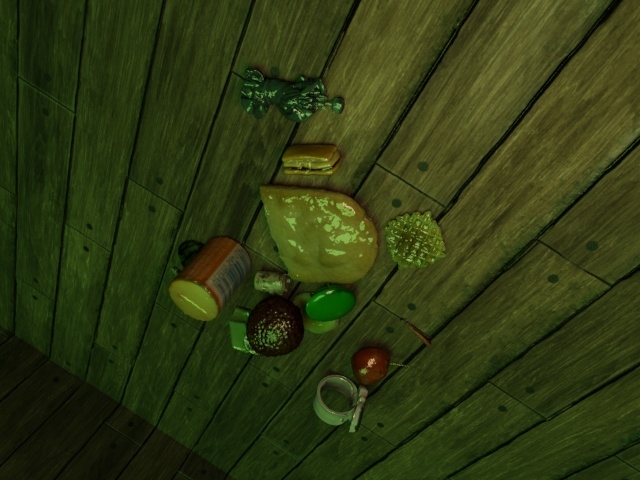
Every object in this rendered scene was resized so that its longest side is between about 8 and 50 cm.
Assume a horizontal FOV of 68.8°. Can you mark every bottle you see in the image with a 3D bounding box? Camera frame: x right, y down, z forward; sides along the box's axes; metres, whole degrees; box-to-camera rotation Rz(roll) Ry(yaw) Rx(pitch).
[{"bbox_3d":[-0.195,0.178,1.965,0.152,0.099,0.098,7,124,16],"label":"bottle"}]

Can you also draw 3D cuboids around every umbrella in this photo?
[{"bbox_3d":[-0.095,-0.459,1.500,0.349,0.094,0.143,15,131,12],"label":"umbrella"}]

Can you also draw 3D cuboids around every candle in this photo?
[{"bbox_3d":[0.383,0.364,1.875,0.167,0.021,0.026,44,118,-6],"label":"candle"}]

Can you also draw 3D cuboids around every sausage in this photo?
[{"bbox_3d":[-0.449,0.154,1.937,0.233,0.287,0.233,13,131,15],"label":"sausage"}]

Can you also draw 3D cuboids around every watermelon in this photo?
[{"bbox_3d":[-0.575,0.071,2.069,0.126,0.135,0.094,3,159,19],"label":"watermelon"}]

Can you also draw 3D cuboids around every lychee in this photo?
[{"bbox_3d":[-0.188,0.362,1.955,0.261,0.260,0.260,12,125,17],"label":"lychee"}]

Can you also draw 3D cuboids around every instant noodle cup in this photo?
[{"bbox_3d":[-0.276,0.445,2.132,0.127,0.136,0.127,0,88,3],"label":"instant noodle cup"}]

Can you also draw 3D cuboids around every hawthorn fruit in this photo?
[{"bbox_3d":[0.271,0.523,1.961,0.286,0.165,0.165,-5,119,16],"label":"hawthorn fruit"}]

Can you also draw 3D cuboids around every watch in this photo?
[{"bbox_3d":[0.086,0.730,2.107,0.232,0.244,0.196,20,128,2],"label":"watch"}]

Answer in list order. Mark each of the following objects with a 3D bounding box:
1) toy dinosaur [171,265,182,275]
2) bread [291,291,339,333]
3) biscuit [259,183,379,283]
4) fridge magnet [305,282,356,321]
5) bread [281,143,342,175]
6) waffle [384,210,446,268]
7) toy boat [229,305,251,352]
[{"bbox_3d":[-0.553,0.232,2.111,0.205,0.092,0.393,42,168,15],"label":"toy dinosaur"},{"bbox_3d":[-0.027,0.320,2.020,0.229,0.033,0.228,10,124,16],"label":"bread"},{"bbox_3d":[0.000,0.001,1.752,0.447,0.104,0.429,7,124,20],"label":"biscuit"},{"bbox_3d":[0.041,0.253,1.874,0.208,0.088,0.208,-9,137,-8],"label":"fridge magnet"},{"bbox_3d":[-0.030,-0.274,1.576,0.201,0.116,0.077,5,127,21],"label":"bread"},{"bbox_3d":[0.328,0.001,1.638,0.208,0.054,0.214,-15,109,34],"label":"waffle"},{"bbox_3d":[-0.369,0.446,2.224,0.111,0.084,0.276,10,124,15],"label":"toy boat"}]
